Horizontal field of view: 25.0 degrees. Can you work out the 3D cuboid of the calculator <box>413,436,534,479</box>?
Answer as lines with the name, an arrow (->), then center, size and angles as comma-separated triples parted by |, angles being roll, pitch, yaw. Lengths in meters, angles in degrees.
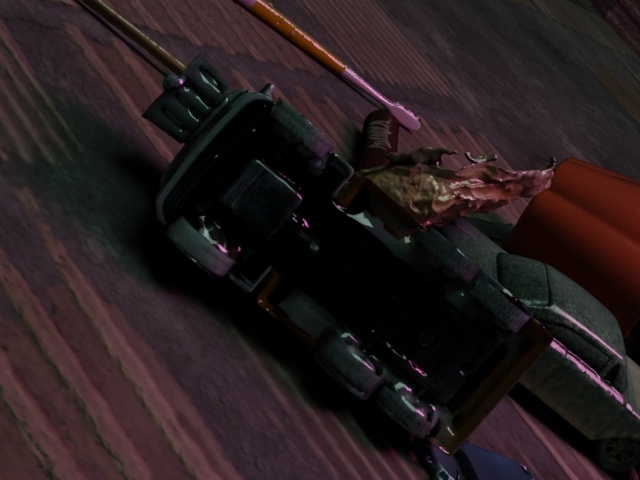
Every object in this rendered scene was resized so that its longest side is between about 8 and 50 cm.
calculator -> 0.129, 0.188, 1.132 | 0.141, 0.019, 0.094 | 26, 27, -37

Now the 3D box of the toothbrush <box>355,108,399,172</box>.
toothbrush -> 0.052, -0.053, 1.417 | 0.041, 0.041, 0.364 | 39, 22, -13

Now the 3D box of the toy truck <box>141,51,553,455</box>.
toy truck -> 0.000, 0.000, 1.099 | 0.338, 0.133, 0.184 | 40, 3, -16

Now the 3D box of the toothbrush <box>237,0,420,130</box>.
toothbrush -> 0.008, -0.211, 1.664 | 0.288, 0.021, 0.024 | 34, 12, -25

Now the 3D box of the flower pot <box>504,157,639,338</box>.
flower pot -> 0.310, 0.006, 1.621 | 0.173, 0.191, 0.190 | 34, 19, 10

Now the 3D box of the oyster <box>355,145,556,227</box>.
oyster -> 0.130, -0.047, 1.342 | 0.209, 0.132, 0.072 | 2, 89, -51

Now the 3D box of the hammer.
hammer -> -0.179, -0.187, 1.277 | 0.195, 0.028, 0.060 | 37, 28, -10

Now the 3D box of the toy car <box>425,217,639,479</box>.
toy car -> 0.223, 0.099, 1.365 | 0.320, 0.097, 0.141 | 39, 22, -13
